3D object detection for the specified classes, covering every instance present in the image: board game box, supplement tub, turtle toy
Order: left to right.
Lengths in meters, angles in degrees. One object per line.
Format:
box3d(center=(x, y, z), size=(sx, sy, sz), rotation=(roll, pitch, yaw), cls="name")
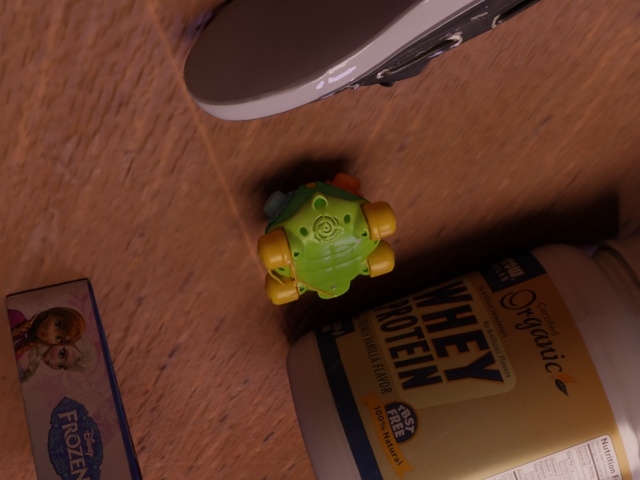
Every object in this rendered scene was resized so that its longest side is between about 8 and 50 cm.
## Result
box3d(center=(-0.153, 0.245, 0.815), size=(0.066, 0.319, 0.318), rotation=(-13, 150, -11), cls="board game box")
box3d(center=(0.000, 0.000, 0.754), size=(0.095, 0.066, 0.130), rotation=(-16, 150, -7), cls="turtle toy")
box3d(center=(0.151, 0.137, 0.900), size=(0.316, 0.228, 0.228), rotation=(-21, 149, 1), cls="supplement tub")

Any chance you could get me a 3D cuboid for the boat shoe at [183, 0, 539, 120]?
box3d(center=(0.039, -0.121, 0.583), size=(0.228, 0.080, 0.076), rotation=(-31, 147, 4), cls="boat shoe")
